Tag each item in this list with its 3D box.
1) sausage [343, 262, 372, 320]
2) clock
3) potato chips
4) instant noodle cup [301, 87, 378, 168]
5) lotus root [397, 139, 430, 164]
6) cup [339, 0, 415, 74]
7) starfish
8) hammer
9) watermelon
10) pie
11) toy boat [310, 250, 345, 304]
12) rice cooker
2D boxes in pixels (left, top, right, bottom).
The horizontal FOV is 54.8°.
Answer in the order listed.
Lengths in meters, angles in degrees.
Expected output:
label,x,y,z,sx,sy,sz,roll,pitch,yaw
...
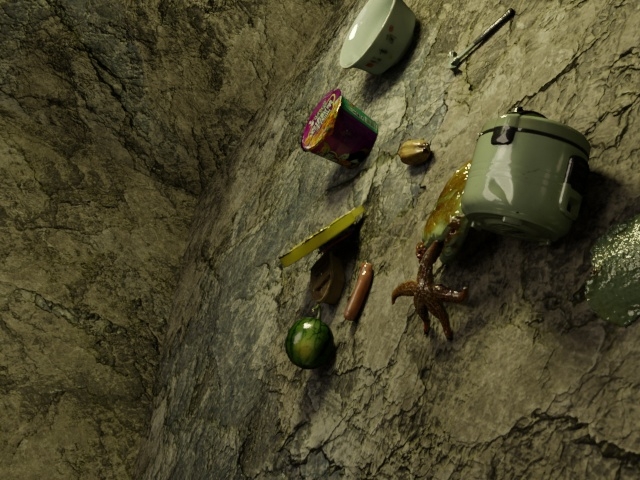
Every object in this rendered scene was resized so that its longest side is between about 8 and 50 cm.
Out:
label,x,y,z,sx,sy,sz,roll,pitch,yaw
sausage,0.110,0.145,1.757,0.047,0.040,0.177,-16,51,69
clock,0.001,0.004,1.983,0.293,0.071,0.277,-33,1,-28
potato chips,0.518,0.025,0.995,0.167,0.059,0.228,-4,62,53
instant noodle cup,0.075,-0.385,2.208,0.251,0.190,0.251,-46,29,35
lotus root,0.274,-0.258,1.810,0.152,0.063,0.072,8,99,59
cup,0.233,-0.760,2.306,0.347,0.163,0.347,-46,29,35
starfish,0.237,0.113,1.379,0.213,0.057,0.238,11,115,43
hammer,0.464,-0.583,1.800,0.246,0.029,0.103,-37,34,45
watermelon,-0.023,0.278,1.780,0.140,0.140,0.187,-14,50,61
pie,0.324,-0.074,1.414,0.275,0.105,0.257,-62,3,-22
toy boat,0.023,0.131,1.934,0.116,0.061,0.188,-47,28,32
rice cooker,0.400,-0.124,1.196,0.226,0.226,0.244,-5,67,64
